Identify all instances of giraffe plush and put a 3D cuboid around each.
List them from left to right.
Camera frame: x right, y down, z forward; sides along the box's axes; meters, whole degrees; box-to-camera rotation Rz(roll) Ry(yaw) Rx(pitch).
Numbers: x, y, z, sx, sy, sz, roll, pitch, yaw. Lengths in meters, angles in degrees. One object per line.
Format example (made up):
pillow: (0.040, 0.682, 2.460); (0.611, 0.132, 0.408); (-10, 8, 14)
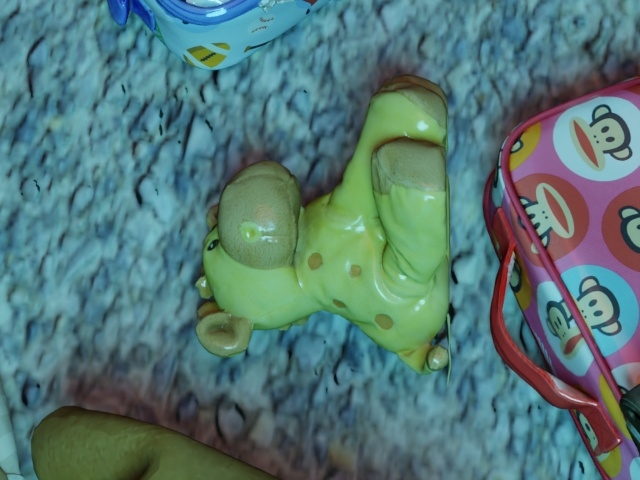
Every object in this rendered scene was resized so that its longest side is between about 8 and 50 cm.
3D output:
giraffe plush: (0.000, 0.000, 1.123); (0.170, 0.181, 0.210); (-1, 104, 5)

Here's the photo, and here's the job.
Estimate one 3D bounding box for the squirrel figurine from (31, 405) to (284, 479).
squirrel figurine: (-0.045, 0.322, 0.854); (0.281, 0.397, 0.370); (42, 67, -31)

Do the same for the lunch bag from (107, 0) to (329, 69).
lunch bag: (-0.088, -0.280, 1.228); (0.243, 0.115, 0.303); (-36, 75, -14)

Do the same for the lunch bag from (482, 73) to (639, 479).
lunch bag: (0.239, 0.035, 1.134); (0.258, 0.120, 0.293); (-20, 73, -11)

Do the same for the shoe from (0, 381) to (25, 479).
shoe: (-0.245, 0.108, 1.102); (0.076, 0.058, 0.219); (-33, 69, 16)

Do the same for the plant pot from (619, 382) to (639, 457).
plant pot: (0.276, 0.103, 0.985); (0.165, 0.167, 0.167); (-32, 75, -3)
